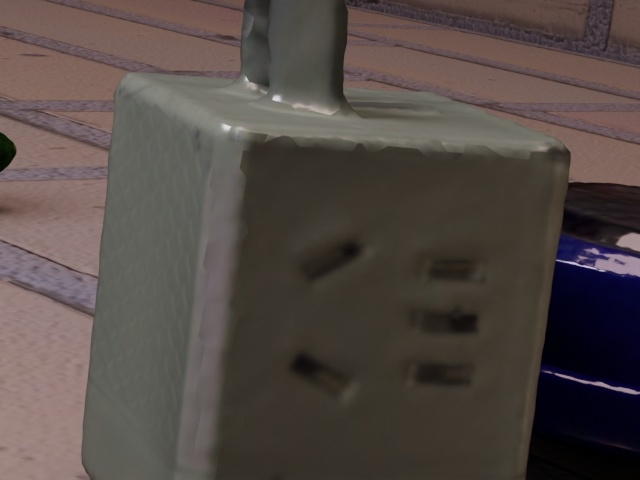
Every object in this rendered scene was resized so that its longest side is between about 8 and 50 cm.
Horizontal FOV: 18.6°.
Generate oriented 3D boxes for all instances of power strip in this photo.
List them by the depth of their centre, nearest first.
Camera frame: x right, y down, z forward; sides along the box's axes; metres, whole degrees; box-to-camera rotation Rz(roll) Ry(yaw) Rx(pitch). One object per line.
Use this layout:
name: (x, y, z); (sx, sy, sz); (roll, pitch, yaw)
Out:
power strip: (0.000, 0.000, 0.726); (0.140, 0.224, 0.139); (3, 12, -21)

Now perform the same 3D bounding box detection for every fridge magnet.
fridge magnet: (0.155, 0.039, 0.912); (0.265, 0.112, 0.265); (9, 12, -2)

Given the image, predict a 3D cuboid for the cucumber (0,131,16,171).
cucumber: (-0.339, -0.062, 1.273); (0.284, 0.056, 0.056); (3, 11, 6)
